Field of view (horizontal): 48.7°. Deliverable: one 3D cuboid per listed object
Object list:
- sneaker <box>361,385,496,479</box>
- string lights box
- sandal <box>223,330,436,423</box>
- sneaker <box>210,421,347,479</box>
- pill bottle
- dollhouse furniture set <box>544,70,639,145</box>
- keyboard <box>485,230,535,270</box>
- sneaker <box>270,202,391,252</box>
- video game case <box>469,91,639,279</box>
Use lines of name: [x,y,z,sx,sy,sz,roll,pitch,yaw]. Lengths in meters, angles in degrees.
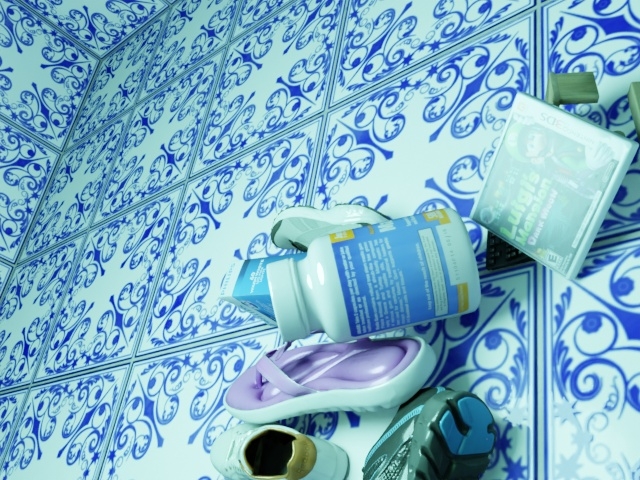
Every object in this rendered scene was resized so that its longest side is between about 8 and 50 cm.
sneaker: [0.098,0.340,0.873,0.341,0.125,0.139,-59,17,-12]
string lights box: [-0.038,0.086,1.190,0.259,0.133,0.077,-7,58,46]
sandal: [-0.007,0.178,1.058,0.416,0.102,0.169,-17,19,42]
sneaker: [-0.098,0.318,1.089,0.290,0.123,0.106,-13,55,45]
pill bottle: [0.069,0.055,0.976,0.271,0.152,0.152,-12,44,-1]
dollhouse furniture set: [0.390,-0.139,0.965,0.151,0.123,0.144,-1,55,8]
keyboard: [0.285,-0.047,1.018,0.108,0.023,0.180,-18,51,40]
sneaker: [0.000,0.000,1.248,0.271,0.100,0.108,-3,66,48]
video game case: [0.293,-0.073,0.918,0.173,0.022,0.191,38,124,39]
